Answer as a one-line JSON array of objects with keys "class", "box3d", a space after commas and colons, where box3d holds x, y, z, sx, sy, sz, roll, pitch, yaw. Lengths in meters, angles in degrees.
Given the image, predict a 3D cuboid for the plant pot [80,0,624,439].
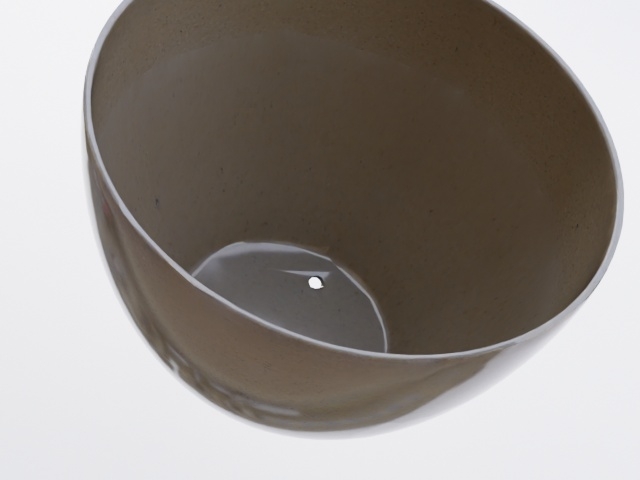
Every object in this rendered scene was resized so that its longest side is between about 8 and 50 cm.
[{"class": "plant pot", "box3d": [0.000, 0.000, 0.834, 0.284, 0.284, 0.191, 35, -39, 12]}]
